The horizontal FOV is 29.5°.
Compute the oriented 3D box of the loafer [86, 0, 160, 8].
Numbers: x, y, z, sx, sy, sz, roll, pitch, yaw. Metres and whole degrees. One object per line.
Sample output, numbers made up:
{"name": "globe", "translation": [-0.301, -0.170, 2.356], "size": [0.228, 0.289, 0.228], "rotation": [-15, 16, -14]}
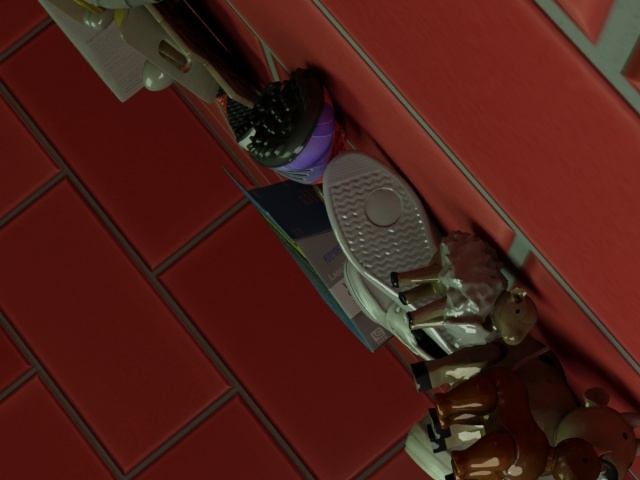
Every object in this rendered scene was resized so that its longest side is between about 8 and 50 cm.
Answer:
{"name": "loafer", "translation": [-0.194, -0.330, 1.254], "size": [0.319, 0.112, 0.112], "rotation": [130, 143, -77]}

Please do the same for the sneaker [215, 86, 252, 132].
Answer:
{"name": "sneaker", "translation": [-0.111, -0.202, 1.757], "size": [0.161, 0.057, 0.075], "rotation": [48, -153, 16]}

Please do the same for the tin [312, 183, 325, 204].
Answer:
{"name": "tin", "translation": [0.053, -0.027, 1.673], "size": [0.189, 0.040, 0.106], "rotation": [48, 171, 43]}

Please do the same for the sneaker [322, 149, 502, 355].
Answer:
{"name": "sneaker", "translation": [0.083, 0.016, 1.266], "size": [0.256, 0.094, 0.151], "rotation": [53, 179, -7]}

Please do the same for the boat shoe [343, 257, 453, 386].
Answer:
{"name": "boat shoe", "translation": [0.131, 0.099, 1.513], "size": [0.267, 0.096, 0.088], "rotation": [49, 172, 17]}

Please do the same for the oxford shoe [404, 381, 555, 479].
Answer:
{"name": "oxford shoe", "translation": [0.252, 0.244, 1.333], "size": [0.169, 0.130, 0.449], "rotation": [36, -177, 39]}

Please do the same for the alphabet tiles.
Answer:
{"name": "alphabet tiles", "translation": [-0.191, -0.300, 1.637], "size": [0.342, 0.011, 0.285], "rotation": [50, -171, 13]}

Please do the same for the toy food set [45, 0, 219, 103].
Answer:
{"name": "toy food set", "translation": [-0.297, -0.299, 1.670], "size": [0.306, 0.092, 0.220], "rotation": [32, 180, 33]}

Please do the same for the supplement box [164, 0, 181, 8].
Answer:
{"name": "supplement box", "translation": [-0.207, -0.349, 1.569], "size": [0.083, 0.043, 0.055], "rotation": [50, 180, 13]}

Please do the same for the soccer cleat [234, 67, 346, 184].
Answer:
{"name": "soccer cleat", "translation": [-0.012, -0.108, 1.283], "size": [0.116, 0.108, 0.318], "rotation": [33, 179, -12]}

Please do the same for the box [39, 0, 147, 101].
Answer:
{"name": "box", "translation": [-0.390, -0.432, 2.024], "size": [0.215, 0.168, 0.345], "rotation": [49, 177, 34]}

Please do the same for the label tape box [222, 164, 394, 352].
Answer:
{"name": "label tape box", "translation": [0.000, 0.000, 2.028], "size": [0.333, 0.106, 0.240], "rotation": [54, 175, -31]}

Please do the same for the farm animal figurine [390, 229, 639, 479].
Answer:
{"name": "farm animal figurine", "translation": [0.192, 0.191, 1.040], "size": [0.326, 0.172, 0.330], "rotation": [-106, 1, -54]}
